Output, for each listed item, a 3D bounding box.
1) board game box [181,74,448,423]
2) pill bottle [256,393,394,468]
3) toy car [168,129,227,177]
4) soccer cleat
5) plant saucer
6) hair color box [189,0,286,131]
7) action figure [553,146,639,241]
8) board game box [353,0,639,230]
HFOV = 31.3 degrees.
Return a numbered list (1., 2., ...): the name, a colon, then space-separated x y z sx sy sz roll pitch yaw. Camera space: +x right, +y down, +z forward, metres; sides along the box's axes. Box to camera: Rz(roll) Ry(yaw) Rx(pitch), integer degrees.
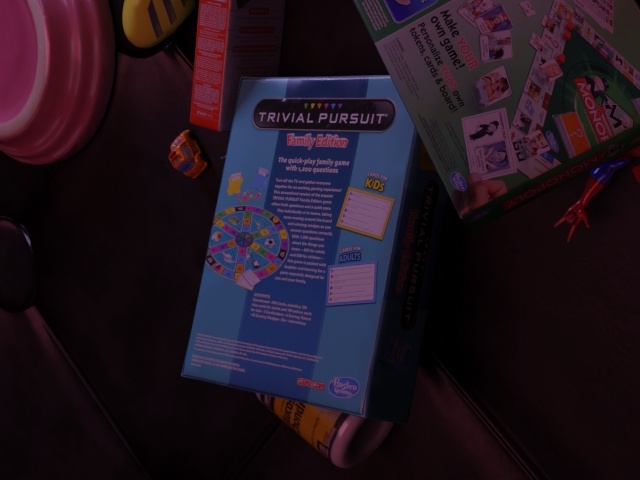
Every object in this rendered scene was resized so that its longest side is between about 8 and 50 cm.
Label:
1. board game box: 0.000 0.000 1.186 0.253 0.079 0.336 6 82 40
2. pill bottle: -0.009 0.162 1.276 0.184 0.103 0.103 35 120 30
3. toy car: -0.142 -0.114 1.378 0.122 0.040 0.060 -19 86 42
4. soccer cleat: -0.174 -0.341 1.308 0.093 0.121 0.289 53 127 19
5. plant saucer: -0.416 -0.266 1.557 0.332 0.084 0.332 10 106 39
6. hair color box: -0.092 -0.212 1.282 0.053 0.093 0.167 20 111 36
7. action figure: 0.197 -0.113 1.043 0.280 0.091 0.139 45 102 25
8. board game box: 0.156 -0.193 1.004 0.213 0.046 0.317 -27 66 10
